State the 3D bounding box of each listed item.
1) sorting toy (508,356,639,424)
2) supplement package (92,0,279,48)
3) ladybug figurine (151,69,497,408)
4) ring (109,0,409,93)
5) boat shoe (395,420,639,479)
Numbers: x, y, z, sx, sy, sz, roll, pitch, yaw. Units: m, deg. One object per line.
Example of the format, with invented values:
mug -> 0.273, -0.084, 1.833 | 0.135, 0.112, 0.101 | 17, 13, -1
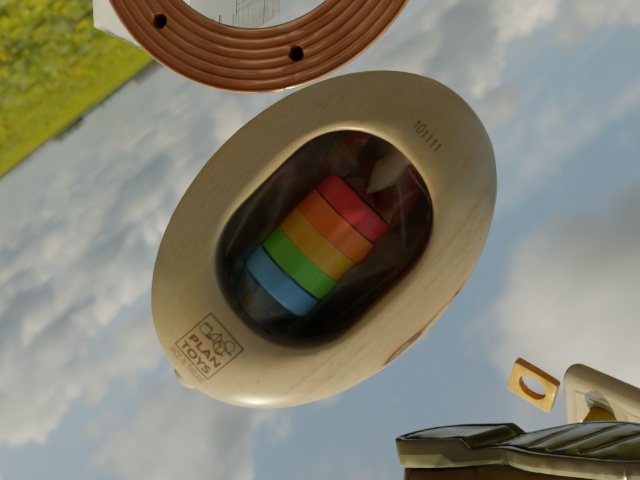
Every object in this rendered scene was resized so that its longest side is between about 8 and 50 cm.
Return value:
sorting toy -> 0.367, 0.253, 1.603 | 0.347, 0.196, 0.047 | 23, -128, 31
supplement package -> -0.192, -0.378, 1.927 | 0.203, 0.194, 0.149 | -39, 145, -41
ladybug figurine -> 0.000, 0.000, 1.513 | 0.449, 0.305, 0.162 | -41, -177, 8
ring -> -0.052, -0.298, 1.203 | 0.336, 0.337, 0.032 | -36, 170, 16
boat shoe -> 0.182, 0.207, 1.087 | 0.110, 0.105, 0.307 | -8, 179, -31
